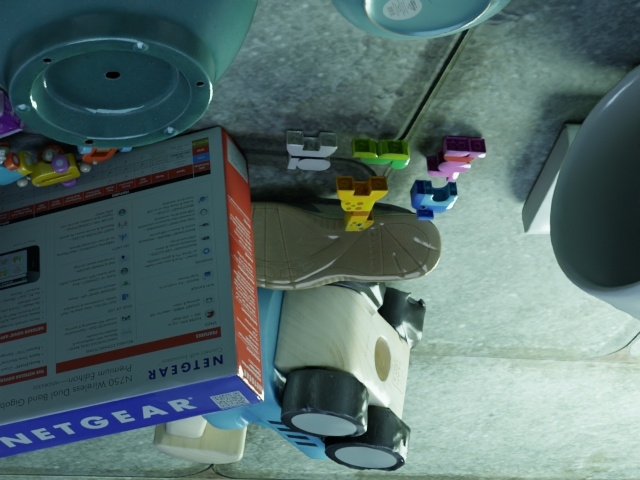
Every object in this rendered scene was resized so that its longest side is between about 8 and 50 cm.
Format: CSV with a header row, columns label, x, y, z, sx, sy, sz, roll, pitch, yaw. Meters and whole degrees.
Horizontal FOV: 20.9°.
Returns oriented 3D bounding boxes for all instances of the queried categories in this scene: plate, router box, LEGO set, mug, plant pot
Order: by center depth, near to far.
label,x,y,z,sx,sy,sz,roll,pitch,yaw
plant pot,-0.184,-0.204,1.508,0.293,0.196,0.293,-5,151,-3
plate,0.103,-0.241,1.671,0.188,0.024,0.188,-5,152,-3
mug,0.478,-0.052,1.828,0.328,0.276,0.374,25,99,-29
router box,-0.239,0.058,1.875,0.335,0.301,0.082,-13,150,14
LEGO set,0.067,-0.059,1.937,0.227,0.087,0.093,3,150,-12

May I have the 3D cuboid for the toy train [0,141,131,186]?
label,x,y,z,sx,sy,sz,roll,pitch,yaw
toy train,-0.291,-0.097,1.835,0.166,0.046,0.125,-6,160,-27

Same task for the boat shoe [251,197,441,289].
label,x,y,z,sx,sy,sz,roll,pitch,yaw
boat shoe,0.000,0.000,2.027,0.285,0.102,0.092,-1,-171,6

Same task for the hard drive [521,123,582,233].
label,x,y,z,sx,sy,sz,roll,pitch,yaw
hard drive,0.409,-0.069,2.026,0.308,0.040,0.203,0,151,-10

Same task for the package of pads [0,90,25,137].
label,x,y,z,sx,sy,sz,roll,pitch,yaw
package of pads,-0.353,-0.124,1.800,0.083,0.032,0.050,-17,153,20

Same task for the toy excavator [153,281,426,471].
label,x,y,z,sx,sy,sz,roll,pitch,yaw
toy excavator,-0.082,0.184,2.286,0.445,0.222,0.433,-2,155,23
